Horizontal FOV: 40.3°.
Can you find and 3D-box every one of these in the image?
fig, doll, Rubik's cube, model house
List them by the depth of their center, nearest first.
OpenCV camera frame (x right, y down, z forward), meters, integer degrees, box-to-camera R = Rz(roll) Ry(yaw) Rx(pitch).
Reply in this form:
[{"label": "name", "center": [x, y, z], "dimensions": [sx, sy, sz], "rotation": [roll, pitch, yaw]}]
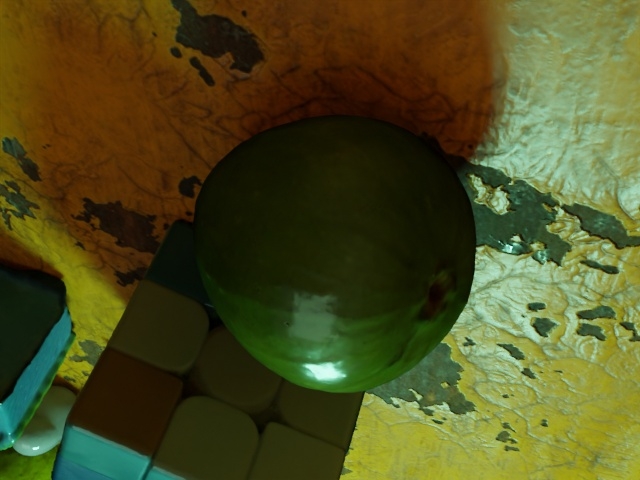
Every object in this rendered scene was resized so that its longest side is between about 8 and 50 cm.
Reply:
[{"label": "fig", "center": [0.000, 0.000, 0.943], "dimensions": [0.316, 0.316, 0.316], "rotation": [13, 142, 10]}, {"label": "Rubik's cube", "center": [-0.150, 0.243, 1.247], "dimensions": [0.345, 0.346, 0.346], "rotation": [23, 143, -5]}, {"label": "model house", "center": [-0.546, 0.203, 1.478], "dimensions": [0.216, 0.237, 0.303], "rotation": [18, 145, 7]}, {"label": "doll", "center": [-0.478, 0.419, 1.723], "dimensions": [0.365, 0.160, 0.094], "rotation": [41, 141, 3]}]

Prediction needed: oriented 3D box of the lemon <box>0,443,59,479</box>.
[{"label": "lemon", "center": [-0.684, 0.475, 1.829], "dimensions": [0.297, 0.297, 0.297], "rotation": [13, 142, 10]}]
